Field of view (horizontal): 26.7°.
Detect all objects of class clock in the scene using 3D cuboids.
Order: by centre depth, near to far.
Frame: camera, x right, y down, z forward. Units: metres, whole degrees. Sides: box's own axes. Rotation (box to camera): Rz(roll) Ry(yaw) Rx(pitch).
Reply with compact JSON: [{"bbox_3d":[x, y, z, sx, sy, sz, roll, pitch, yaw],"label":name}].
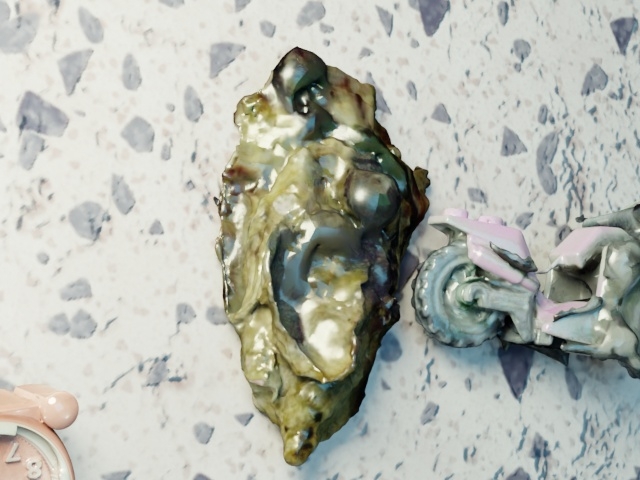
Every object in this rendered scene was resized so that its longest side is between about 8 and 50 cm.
[{"bbox_3d":[-0.258,0.192,1.003,0.166,0.093,0.162,-2,93,-34],"label":"clock"}]

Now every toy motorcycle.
[{"bbox_3d":[0.242,0.031,1.325,0.327,0.143,0.188,12,82,-22],"label":"toy motorcycle"}]

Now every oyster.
[{"bbox_3d":[-0.006,0.009,1.195,0.221,0.096,0.361,28,66,-20],"label":"oyster"}]
